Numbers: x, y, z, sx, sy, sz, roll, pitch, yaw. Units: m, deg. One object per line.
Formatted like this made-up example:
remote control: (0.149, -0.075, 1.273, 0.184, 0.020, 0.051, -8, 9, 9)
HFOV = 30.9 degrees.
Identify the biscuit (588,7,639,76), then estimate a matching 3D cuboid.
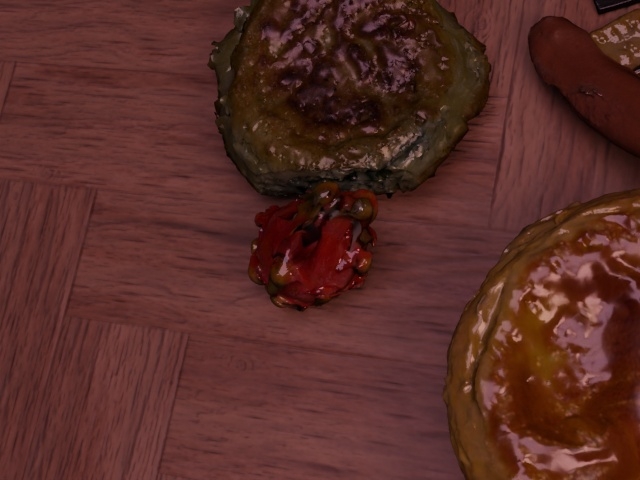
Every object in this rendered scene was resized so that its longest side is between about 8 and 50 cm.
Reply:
biscuit: (0.353, -0.222, 1.345, 0.083, 0.018, 0.081, -27, 67, 4)

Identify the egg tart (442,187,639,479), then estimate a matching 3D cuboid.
egg tart: (0.339, 0.157, 1.137, 0.443, 0.178, 0.443, -5, 69, 12)

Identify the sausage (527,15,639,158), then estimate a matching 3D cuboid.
sausage: (0.326, -0.152, 1.256, 0.326, 0.079, 0.087, 49, 133, 48)

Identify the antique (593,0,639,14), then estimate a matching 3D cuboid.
antique: (0.417, -0.307, 1.359, 0.192, 0.015, 0.031, -15, 68, 9)

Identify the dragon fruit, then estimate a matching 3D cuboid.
dragon fruit: (0.000, 0.000, 1.303, 0.150, 0.207, 0.133, -18, 76, -38)

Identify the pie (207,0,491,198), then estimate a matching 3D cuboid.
pie: (0.022, -0.191, 1.371, 0.354, 0.103, 0.288, 2, 68, 16)
